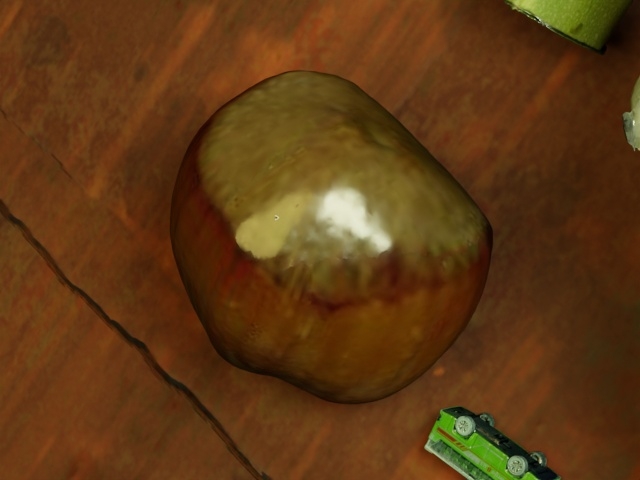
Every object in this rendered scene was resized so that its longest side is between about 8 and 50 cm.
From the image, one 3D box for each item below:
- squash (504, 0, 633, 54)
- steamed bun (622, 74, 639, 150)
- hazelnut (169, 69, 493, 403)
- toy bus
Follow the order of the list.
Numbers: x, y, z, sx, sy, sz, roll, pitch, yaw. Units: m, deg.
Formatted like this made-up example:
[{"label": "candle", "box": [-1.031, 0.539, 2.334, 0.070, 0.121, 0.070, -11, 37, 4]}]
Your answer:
[{"label": "squash", "box": [0.178, -0.212, 1.015, 0.095, 0.095, 0.188, 39, 108, 29]}, {"label": "steamed bun", "box": [0.275, -0.016, 0.853, 0.206, 0.275, 0.320, -1, 120, 20]}, {"label": "hazelnut", "box": [-0.007, 0.005, 1.056, 0.210, 0.186, 0.210, -1, 86, 14]}, {"label": "toy bus", "box": [0.106, 0.136, 1.058, 0.083, 0.031, 0.037, 35, 110, 30]}]
